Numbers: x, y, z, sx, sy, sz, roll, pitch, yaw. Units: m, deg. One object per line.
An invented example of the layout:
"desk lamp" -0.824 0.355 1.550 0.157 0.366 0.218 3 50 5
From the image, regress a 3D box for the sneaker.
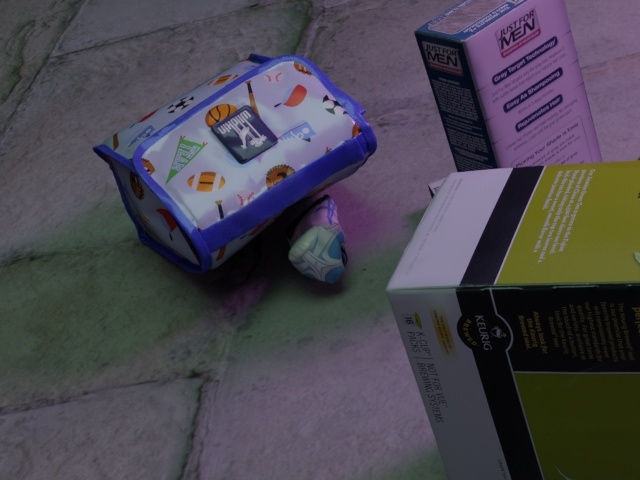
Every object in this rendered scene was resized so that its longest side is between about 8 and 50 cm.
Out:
"sneaker" 0.000 0.000 2.030 0.085 0.086 0.237 -41 14 15

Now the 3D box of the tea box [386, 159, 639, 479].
"tea box" 0.283 0.112 1.418 0.323 0.329 0.220 -1 35 27

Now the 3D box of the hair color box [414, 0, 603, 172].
"hair color box" 0.263 -0.161 1.845 0.174 0.347 0.105 -34 33 -22

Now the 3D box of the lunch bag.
"lunch bag" -0.126 -0.120 2.089 0.327 0.239 0.385 -33 25 -13

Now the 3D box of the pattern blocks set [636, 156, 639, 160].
"pattern blocks set" 0.493 -0.173 1.825 0.026 0.325 0.285 40 58 9

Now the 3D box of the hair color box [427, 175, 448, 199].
"hair color box" 0.236 -0.077 2.027 0.141 0.043 0.072 -20 30 -1
